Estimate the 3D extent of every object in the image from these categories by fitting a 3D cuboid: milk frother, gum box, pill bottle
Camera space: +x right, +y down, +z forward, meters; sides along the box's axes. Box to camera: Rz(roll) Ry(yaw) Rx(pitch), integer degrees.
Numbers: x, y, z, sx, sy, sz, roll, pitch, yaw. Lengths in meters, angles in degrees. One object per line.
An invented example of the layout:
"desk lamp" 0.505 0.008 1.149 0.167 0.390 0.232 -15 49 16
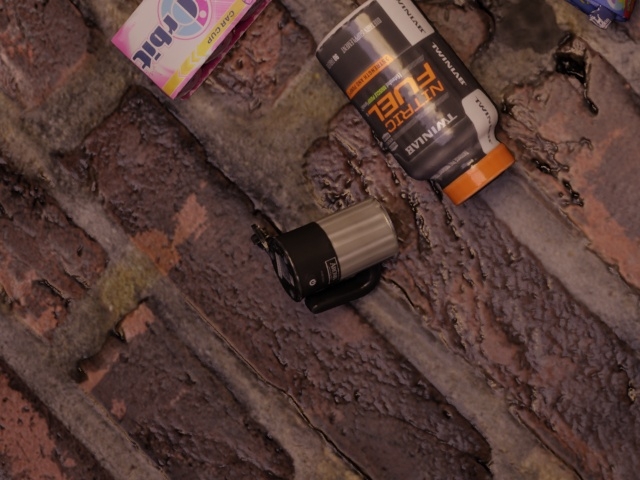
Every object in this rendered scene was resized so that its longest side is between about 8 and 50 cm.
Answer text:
"milk frother" 0.000 0.000 1.670 0.135 0.129 0.143 -23 59 -17
"gum box" -0.155 -0.268 1.683 0.107 0.062 0.188 44 106 5
"pill bottle" 0.116 -0.159 1.593 0.130 0.130 0.245 -39 88 17

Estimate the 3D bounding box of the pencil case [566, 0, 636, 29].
"pencil case" 0.336 -0.385 1.502 0.119 0.133 0.306 33 106 37
